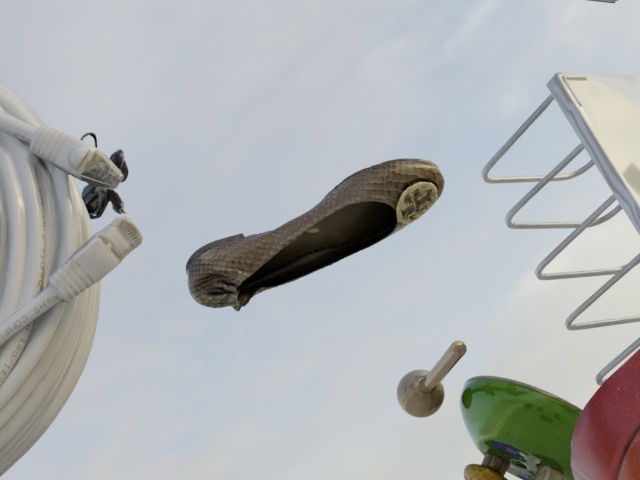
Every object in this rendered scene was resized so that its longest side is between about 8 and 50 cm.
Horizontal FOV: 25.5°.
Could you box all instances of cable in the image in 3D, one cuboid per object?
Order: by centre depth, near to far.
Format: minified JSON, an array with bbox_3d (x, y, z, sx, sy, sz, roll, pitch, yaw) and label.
[{"bbox_3d":[-0.240,0.021,0.720,0.257,0.257,0.089,-51,-20,-11],"label":"cable"}]

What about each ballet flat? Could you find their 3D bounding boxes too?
[{"bbox_3d":[0.000,0.000,1.258,0.250,0.058,0.084,-22,-46,-5],"label":"ballet flat"}]

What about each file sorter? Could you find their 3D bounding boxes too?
[{"bbox_3d":[0.321,-0.013,1.468,0.193,0.277,0.173,-4,-33,-41],"label":"file sorter"}]

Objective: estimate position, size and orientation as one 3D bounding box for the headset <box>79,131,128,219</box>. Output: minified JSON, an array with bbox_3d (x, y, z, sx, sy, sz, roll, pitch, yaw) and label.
[{"bbox_3d":[-0.371,0.002,1.506,0.394,0.243,0.185,-31,-7,-31],"label":"headset"}]

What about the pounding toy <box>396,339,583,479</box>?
[{"bbox_3d":[0.189,0.220,1.474,0.110,0.237,0.183,-62,6,-21],"label":"pounding toy"}]

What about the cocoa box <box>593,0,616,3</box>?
[{"bbox_3d":[0.141,-0.394,1.438,0.231,0.347,0.227,-79,-6,-64],"label":"cocoa box"}]

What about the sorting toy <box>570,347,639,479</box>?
[{"bbox_3d":[0.256,0.174,0.562,0.365,0.126,0.127,37,-70,-21],"label":"sorting toy"}]
